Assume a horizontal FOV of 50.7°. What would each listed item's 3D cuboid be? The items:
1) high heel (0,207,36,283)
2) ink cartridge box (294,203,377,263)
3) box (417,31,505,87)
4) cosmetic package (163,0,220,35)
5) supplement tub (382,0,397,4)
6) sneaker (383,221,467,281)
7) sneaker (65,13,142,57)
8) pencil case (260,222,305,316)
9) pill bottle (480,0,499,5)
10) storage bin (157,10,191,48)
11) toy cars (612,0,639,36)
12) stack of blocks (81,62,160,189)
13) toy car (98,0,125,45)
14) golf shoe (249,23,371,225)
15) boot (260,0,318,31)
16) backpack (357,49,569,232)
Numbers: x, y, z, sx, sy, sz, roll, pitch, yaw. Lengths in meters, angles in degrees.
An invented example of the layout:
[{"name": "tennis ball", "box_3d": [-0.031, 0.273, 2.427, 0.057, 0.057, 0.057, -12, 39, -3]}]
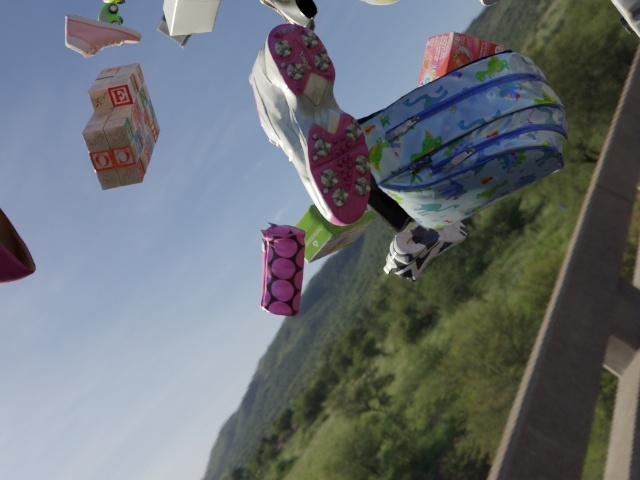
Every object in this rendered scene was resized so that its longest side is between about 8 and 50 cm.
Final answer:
[{"name": "high heel", "box_3d": [-0.574, -0.110, 1.097, 0.127, 0.181, 0.377, -58, -37, -63]}, {"name": "ink cartridge box", "box_3d": [0.000, 0.000, 1.740, 0.189, 0.097, 0.255, -23, -21, -47]}, {"name": "box", "box_3d": [0.280, -0.295, 1.428, 0.123, 0.128, 0.256, -153, 73, -69]}, {"name": "cosmetic package", "box_3d": [-0.307, -0.594, 1.631, 0.117, 0.085, 0.231, -13, -9, -22]}, {"name": "supplement tub", "box_3d": [0.139, -0.738, 1.747, 0.235, 0.235, 0.325, -57, -12, 24]}, {"name": "sneaker", "box_3d": [0.250, 0.027, 1.678, 0.235, 0.094, 0.153, -25, -24, -37]}, {"name": "sneaker", "box_3d": [-0.399, -0.363, 1.234, 0.051, 0.134, 0.070, -165, 83, -68]}, {"name": "pencil case", "box_3d": [-0.088, 0.069, 1.503, 0.098, 0.095, 0.209, -7, -70, -28]}, {"name": "pill bottle", "box_3d": [0.232, -0.445, 1.026, 0.094, 0.169, 0.094, -27, -15, -8]}, {"name": "storage bin", "box_3d": [-0.414, -0.639, 1.963, 0.098, 0.091, 0.135, -36, 36, 51]}, {"name": "toy cars", "box_3d": [0.512, -0.515, 1.072, 0.087, 0.177, 0.393, -38, -49, -57]}, {"name": "stack of blocks", "box_3d": [-0.427, -0.253, 1.451, 0.297, 0.087, 0.171, -100, -1, -59]}, {"name": "toy car", "box_3d": [-0.489, -0.552, 1.547, 0.053, 0.224, 0.239, -9, -12, -6]}, {"name": "golf shoe", "box_3d": [-0.019, -0.162, 1.018, 0.115, 0.306, 0.140, -16, -4, -35]}, {"name": "boot", "box_3d": [-0.077, -0.554, 1.508, 0.077, 0.198, 0.137, -48, 6, -5]}, {"name": "backpack", "box_3d": [0.229, -0.159, 1.137, 0.356, 0.273, 0.290, -39, -28, 7]}]
